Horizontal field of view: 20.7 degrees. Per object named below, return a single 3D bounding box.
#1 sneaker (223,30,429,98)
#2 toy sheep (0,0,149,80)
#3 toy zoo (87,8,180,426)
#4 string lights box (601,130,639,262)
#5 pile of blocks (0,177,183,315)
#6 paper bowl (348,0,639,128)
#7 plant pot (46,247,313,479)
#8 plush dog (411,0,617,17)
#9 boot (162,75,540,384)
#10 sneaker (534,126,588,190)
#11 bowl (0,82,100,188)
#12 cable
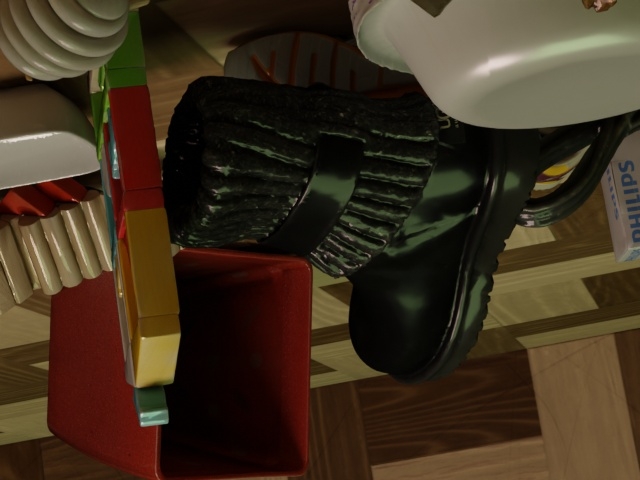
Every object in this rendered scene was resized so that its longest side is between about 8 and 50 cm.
[{"bbox_3d":[0.030,-0.128,1.386,0.214,0.084,0.083,4,-159,-7],"label":"sneaker"},{"bbox_3d":[-0.163,-0.149,1.136,0.091,0.091,0.132,3,149,-43],"label":"toy sheep"},{"bbox_3d":[-0.136,-0.010,1.285,0.030,0.293,0.192,-6,167,-11],"label":"toy zoo"},{"bbox_3d":[0.425,-0.065,1.806,0.259,0.133,0.077,-8,168,-1],"label":"string lights box"},{"bbox_3d":[-0.296,-0.016,1.658,0.362,0.149,0.113,-17,125,-5],"label":"pile of blocks"},{"bbox_3d":[0.159,-0.166,1.138,0.284,0.148,0.284,-8,169,-2],"label":"paper bowl"},{"bbox_3d":[-0.185,0.149,2.115,0.235,0.267,0.267,-3,174,38],"label":"plant pot"},{"bbox_3d":[0.067,-0.235,0.733,0.262,0.211,0.225,-17,139,26],"label":"plush dog"},{"bbox_3d":[-0.001,-0.004,1.348,0.260,0.131,0.348,-5,141,-16],"label":"boot"},{"bbox_3d":[0.175,-0.085,1.721,0.185,0.070,0.084,-10,161,-26],"label":"sneaker"},{"bbox_3d":[-0.253,-0.085,1.429,0.142,0.053,0.142,-10,167,4],"label":"bowl"},{"bbox_3d":[0.250,-0.120,1.370,0.287,0.139,0.072,-26,141,-12],"label":"cable"}]
